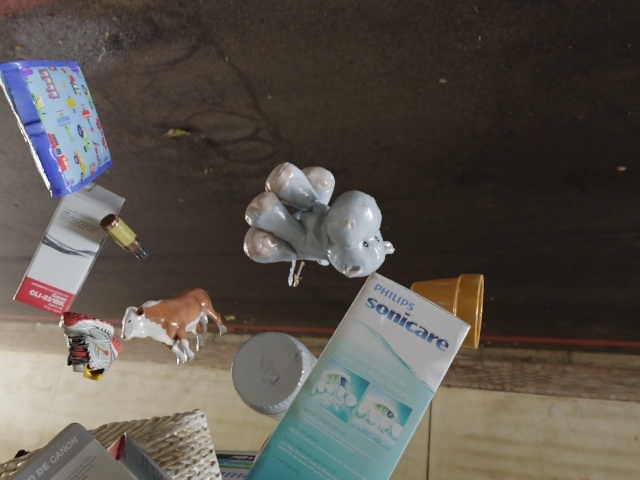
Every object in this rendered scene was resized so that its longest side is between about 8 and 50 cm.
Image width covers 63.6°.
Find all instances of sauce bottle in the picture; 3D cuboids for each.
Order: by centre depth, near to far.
[{"bbox_3d":[-0.416,-0.005,1.104,0.042,0.042,0.128,-1,144,21],"label":"sauce bottle"}]

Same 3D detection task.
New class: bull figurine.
[{"bbox_3d":[-0.373,0.217,1.347,0.101,0.188,0.310,-30,180,26],"label":"bull figurine"}]

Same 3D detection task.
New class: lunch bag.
[{"bbox_3d":[-0.486,-0.208,0.939,0.138,0.220,0.293,-18,-160,-14],"label":"lunch bag"}]

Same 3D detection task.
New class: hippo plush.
[{"bbox_3d":[0.000,0.000,1.032,0.237,0.234,0.293,23,127,42],"label":"hippo plush"}]

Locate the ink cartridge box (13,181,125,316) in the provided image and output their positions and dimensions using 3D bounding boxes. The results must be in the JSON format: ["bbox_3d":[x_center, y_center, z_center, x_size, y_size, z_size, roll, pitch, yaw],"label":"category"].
[{"bbox_3d":[-0.574,0.009,1.201,0.114,0.272,0.197,26,-173,-19],"label":"ink cartridge box"}]

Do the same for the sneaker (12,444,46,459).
[{"bbox_3d":[-0.863,0.674,1.549,0.147,0.104,0.295,19,137,-6],"label":"sneaker"}]

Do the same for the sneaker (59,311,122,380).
[{"bbox_3d":[-0.459,0.214,1.026,0.088,0.092,0.225,12,145,6],"label":"sneaker"}]

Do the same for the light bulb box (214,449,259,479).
[{"bbox_3d":[-0.282,0.743,1.311,0.359,0.360,0.225,-4,175,15],"label":"light bulb box"}]

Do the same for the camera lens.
[{"bbox_3d":[-0.110,0.386,1.448,0.220,0.219,0.274,2,156,14],"label":"camera lens"}]

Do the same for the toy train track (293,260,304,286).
[{"bbox_3d":[-0.060,0.099,1.512,0.014,0.048,0.083,11,114,-20],"label":"toy train track"}]

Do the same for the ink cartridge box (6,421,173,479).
[{"bbox_3d":[-0.315,0.407,0.622,0.271,0.309,0.130,50,162,-7],"label":"ink cartridge box"}]

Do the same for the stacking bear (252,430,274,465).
[{"bbox_3d":[0.008,0.418,0.896,0.176,0.164,0.289,-11,149,12],"label":"stacking bear"}]

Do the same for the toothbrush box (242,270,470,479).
[{"bbox_3d":[0.035,0.211,0.608,0.126,0.295,0.216,29,163,13],"label":"toothbrush box"}]

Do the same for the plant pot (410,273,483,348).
[{"bbox_3d":[0.352,0.189,1.453,0.188,0.205,0.205,4,158,21],"label":"plant pot"}]

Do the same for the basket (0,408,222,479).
[{"bbox_3d":[-0.407,0.522,1.041,0.329,0.266,0.331,-15,171,19],"label":"basket"}]
